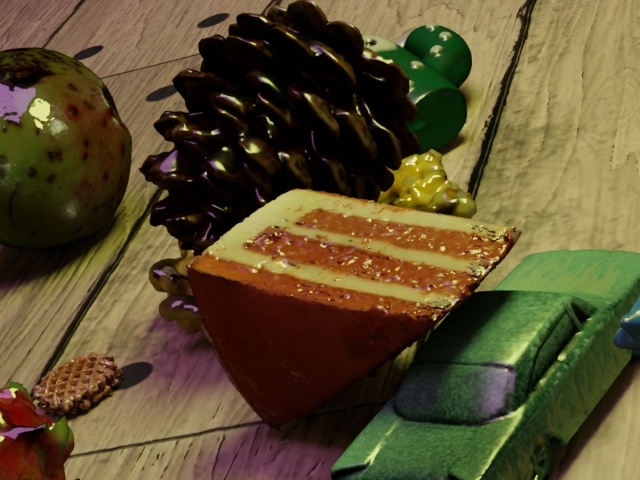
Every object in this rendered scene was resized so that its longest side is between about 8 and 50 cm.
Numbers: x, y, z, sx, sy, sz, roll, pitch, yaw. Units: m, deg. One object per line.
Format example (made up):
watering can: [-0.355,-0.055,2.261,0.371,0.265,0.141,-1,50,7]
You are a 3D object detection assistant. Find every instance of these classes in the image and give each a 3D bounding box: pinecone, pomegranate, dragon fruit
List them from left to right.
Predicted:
dragon fruit: [-0.271,0.207,1.505,0.135,0.137,0.236,2,30,18]
pomegranate: [-0.344,-0.066,2.100,0.306,0.242,0.242,-47,17,17]
pinecone: [-0.043,-0.093,1.722,0.272,0.224,0.224,-41,29,-22]

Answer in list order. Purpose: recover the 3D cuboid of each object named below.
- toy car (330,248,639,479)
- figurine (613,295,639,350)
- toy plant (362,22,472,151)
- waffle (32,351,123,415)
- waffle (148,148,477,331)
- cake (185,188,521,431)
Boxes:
toy car: [0.145,0.098,1.444,0.141,0.097,0.320,0,31,39]
figurine: [0.369,0.021,1.242,0.297,0.243,0.416,-1,-13,30]
toy plant: [0.054,-0.158,2.060,0.232,0.113,0.243,-15,29,2]
waffle: [-0.225,0.133,1.763,0.075,0.029,0.083,6,37,48]
waffle: [-0.011,0.003,1.823,0.329,0.062,0.329,-18,25,9]
cake: [0.019,0.018,1.512,0.158,0.160,0.262,-40,0,-36]
